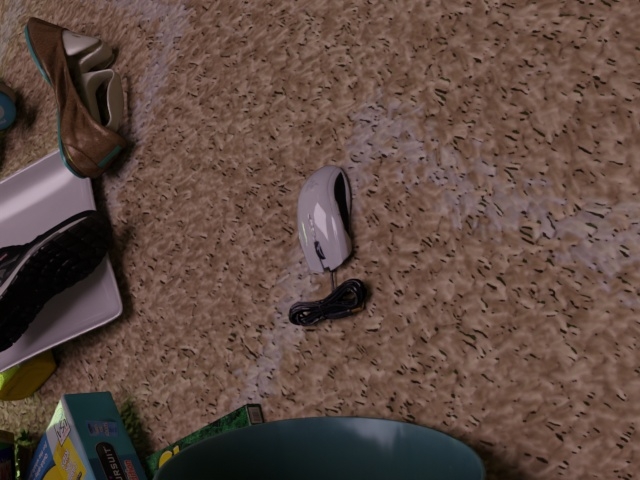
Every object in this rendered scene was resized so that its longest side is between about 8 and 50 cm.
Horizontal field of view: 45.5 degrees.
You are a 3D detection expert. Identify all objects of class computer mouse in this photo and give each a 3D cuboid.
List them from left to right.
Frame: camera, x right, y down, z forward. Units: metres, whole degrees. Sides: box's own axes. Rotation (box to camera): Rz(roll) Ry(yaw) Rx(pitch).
[{"bbox_3d":[0.000,0.000,0.901,0.106,0.042,0.193,-18,70,38],"label":"computer mouse"}]

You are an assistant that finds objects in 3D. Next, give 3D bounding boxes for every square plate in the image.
[{"bbox_3d":[-0.493,0.047,1.253,0.344,0.049,0.347,-26,63,9],"label":"square plate"}]

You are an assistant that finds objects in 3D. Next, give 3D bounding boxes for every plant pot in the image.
[{"bbox_3d":[0.003,0.316,0.683,0.293,0.293,0.235,1,95,41],"label":"plant pot"}]

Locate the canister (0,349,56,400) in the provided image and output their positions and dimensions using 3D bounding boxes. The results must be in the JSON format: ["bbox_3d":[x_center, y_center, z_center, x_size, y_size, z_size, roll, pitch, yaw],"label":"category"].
[{"bbox_3d":[-0.519,0.171,1.297,0.126,0.073,0.170,-43,58,24],"label":"canister"}]

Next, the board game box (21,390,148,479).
[{"bbox_3d":[-0.309,0.416,1.031,0.336,0.079,0.253,52,122,38],"label":"board game box"}]

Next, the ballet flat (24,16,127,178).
[{"bbox_3d":[-0.393,-0.261,1.264,0.124,0.116,0.342,-29,62,11],"label":"ballet flat"}]

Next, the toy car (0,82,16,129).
[{"bbox_3d":[-0.709,-0.200,1.469,0.219,0.210,0.238,36,118,50],"label":"toy car"}]

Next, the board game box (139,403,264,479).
[{"bbox_3d":[-0.158,0.319,0.982,0.260,0.030,0.136,-34,58,31],"label":"board game box"}]

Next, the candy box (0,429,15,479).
[{"bbox_3d":[-0.530,0.441,1.126,0.268,0.122,0.317,122,141,-71],"label":"candy box"}]

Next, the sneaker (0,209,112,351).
[{"bbox_3d":[-0.449,0.034,1.158,0.283,0.107,0.124,-41,55,1],"label":"sneaker"}]

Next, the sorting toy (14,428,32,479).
[{"bbox_3d":[-0.494,0.360,1.276,0.062,0.012,0.083,-2,83,46],"label":"sorting toy"}]
